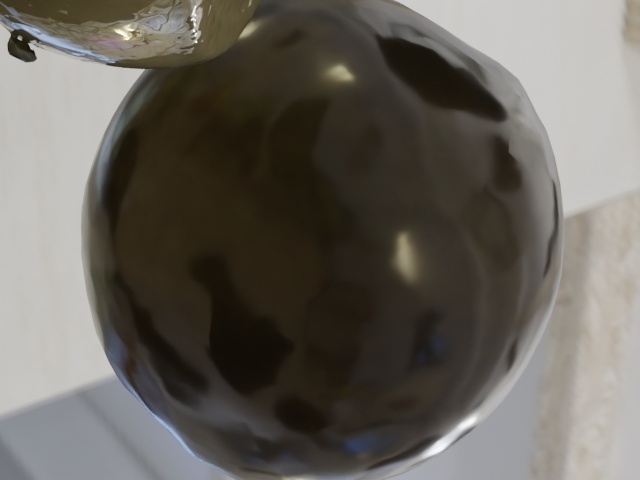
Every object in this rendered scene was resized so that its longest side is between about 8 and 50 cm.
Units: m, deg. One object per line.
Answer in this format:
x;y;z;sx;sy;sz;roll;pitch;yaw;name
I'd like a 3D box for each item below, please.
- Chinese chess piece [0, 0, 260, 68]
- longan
-0.052;-0.194;0.642;0.102;0.273;0.273;18;-46;4;Chinese chess piece
-0.002;0.002;1.035;0.297;0.297;0.297;37;-44;46;longan
